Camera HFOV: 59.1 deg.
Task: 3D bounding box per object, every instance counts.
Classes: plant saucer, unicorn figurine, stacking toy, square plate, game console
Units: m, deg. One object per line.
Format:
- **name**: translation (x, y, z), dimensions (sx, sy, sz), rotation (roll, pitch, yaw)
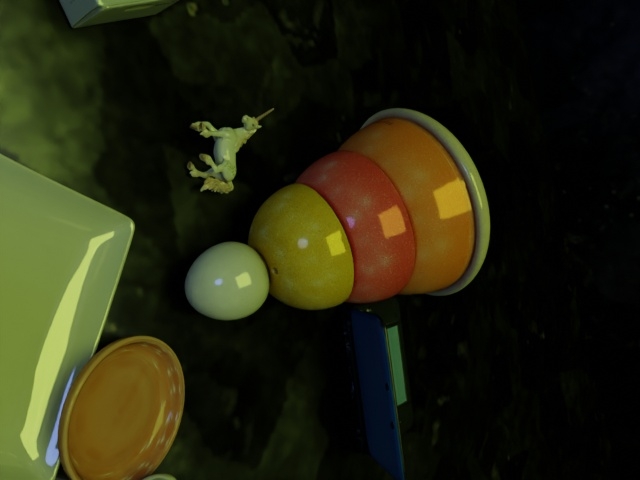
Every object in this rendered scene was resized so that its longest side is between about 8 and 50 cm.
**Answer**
- **plant saucer**: translation (-0.254, 0.220, 0.725), dimensions (0.200, 0.037, 0.199), rotation (-9, 100, -62)
- **unicorn figurine**: translation (-0.153, -0.152, 0.905), dimensions (0.111, 0.060, 0.161), rotation (12, 92, -46)
- **stacking toy**: translation (0.000, 0.000, 0.932), dimensions (0.480, 0.351, 0.350), rotation (-22, 102, -27)
- **square plate**: translation (-0.386, 0.072, 0.594), dimensions (0.344, 0.049, 0.346), rotation (35, 60, -50)
- **game console**: translation (0.145, 0.265, 1.080), dimensions (0.250, 0.174, 0.292), rotation (-8, 92, -47)

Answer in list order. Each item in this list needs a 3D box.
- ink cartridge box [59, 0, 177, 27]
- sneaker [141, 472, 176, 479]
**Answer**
- **ink cartridge box**: translation (-0.296, -0.407, 0.754), dimensions (0.153, 0.087, 0.208), rotation (-34, 109, -44)
- **sneaker**: translation (-0.221, 0.438, 0.695), dimensions (0.105, 0.115, 0.281), rotation (41, 60, -56)
